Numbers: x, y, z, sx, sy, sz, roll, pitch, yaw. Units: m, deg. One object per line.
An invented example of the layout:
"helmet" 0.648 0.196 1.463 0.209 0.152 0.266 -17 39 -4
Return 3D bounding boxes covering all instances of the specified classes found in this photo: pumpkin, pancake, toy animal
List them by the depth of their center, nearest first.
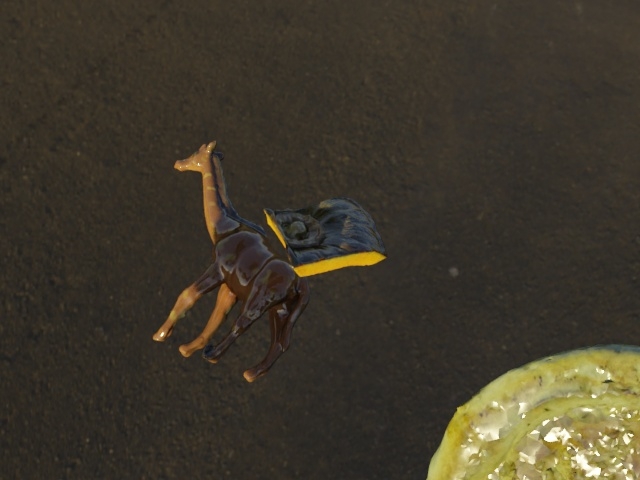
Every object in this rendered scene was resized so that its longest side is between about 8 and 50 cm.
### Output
"pancake" 0.184 0.178 0.507 0.253 0.253 0.037 28 17 11
"pumpkin" 0.002 0.001 0.664 0.101 0.035 0.073 -6 40 -33
"toy animal" -0.099 0.011 0.852 0.224 0.066 0.230 17 68 26
